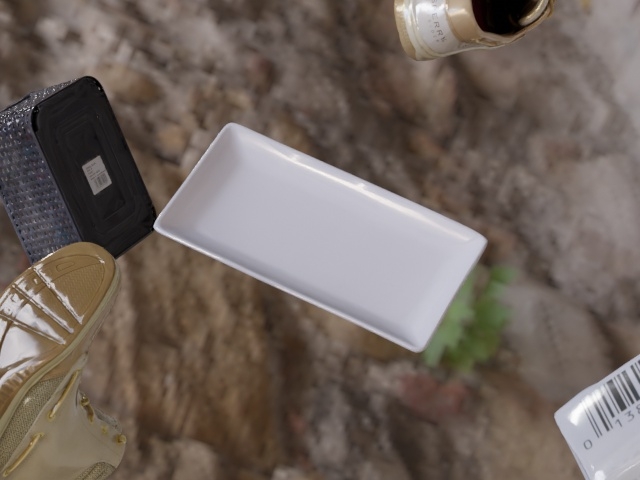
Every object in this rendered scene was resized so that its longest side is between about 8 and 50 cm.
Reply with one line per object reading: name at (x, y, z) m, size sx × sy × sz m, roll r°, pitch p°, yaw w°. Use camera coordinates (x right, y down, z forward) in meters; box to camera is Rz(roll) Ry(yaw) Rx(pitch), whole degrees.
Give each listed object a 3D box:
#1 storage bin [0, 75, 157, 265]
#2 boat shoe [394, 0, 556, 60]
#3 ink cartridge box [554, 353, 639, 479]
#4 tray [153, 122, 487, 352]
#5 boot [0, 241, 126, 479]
storage bin at (-0.260, -0.065, 1.853) m, size 0.084 × 0.180 × 0.122 m, roll -13°, pitch 17°, yaw 36°
boat shoe at (0.112, -0.145, 1.091) m, size 0.059 × 0.063 × 0.170 m, roll -6°, pitch 16°, yaw 37°
ink cartridge box at (0.379, 0.161, 1.145) m, size 0.308 × 0.385 × 0.091 m, roll -36°, pitch 30°, yaw 9°
tray at (0.000, 0.000, 1.614) m, size 0.145 × 0.270 × 0.030 m, roll -56°, pitch -16°, yaw -34°
boot at (-0.240, 0.137, 1.695) m, size 0.095 × 0.203 × 0.262 m, roll 33°, pitch 88°, yaw 32°
